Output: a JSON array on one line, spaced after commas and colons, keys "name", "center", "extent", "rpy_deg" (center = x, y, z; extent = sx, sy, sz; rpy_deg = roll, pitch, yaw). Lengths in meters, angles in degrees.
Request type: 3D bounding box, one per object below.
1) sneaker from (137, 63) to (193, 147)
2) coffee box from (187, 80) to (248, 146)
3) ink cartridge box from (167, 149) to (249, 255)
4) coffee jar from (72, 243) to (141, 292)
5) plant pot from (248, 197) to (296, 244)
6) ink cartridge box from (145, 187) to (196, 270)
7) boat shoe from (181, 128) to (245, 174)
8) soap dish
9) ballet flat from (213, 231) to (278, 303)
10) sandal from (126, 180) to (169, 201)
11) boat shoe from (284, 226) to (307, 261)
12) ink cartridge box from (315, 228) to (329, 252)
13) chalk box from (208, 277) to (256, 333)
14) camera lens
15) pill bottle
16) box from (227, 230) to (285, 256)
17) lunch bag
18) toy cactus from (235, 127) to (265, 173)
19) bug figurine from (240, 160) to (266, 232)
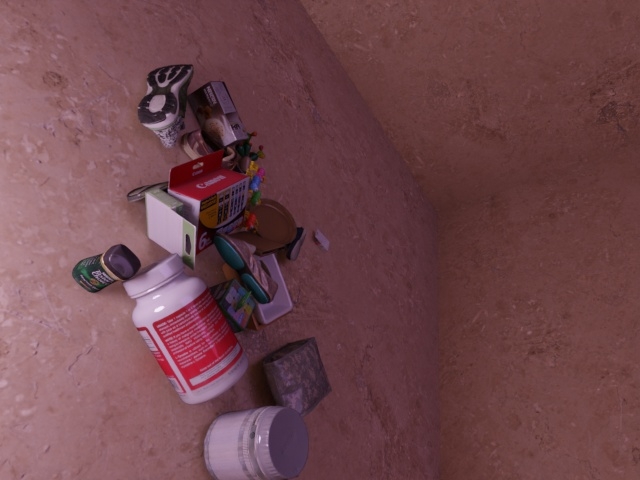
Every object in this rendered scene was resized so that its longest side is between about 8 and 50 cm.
[{"name": "sneaker", "center": [-0.548, -0.497, 1.755], "extent": [0.182, 0.158, 0.410], "rpy_deg": [84, 9, -50]}, {"name": "coffee box", "center": [-0.410, -0.494, 1.923], "extent": [0.098, 0.141, 0.246], "rpy_deg": [-34, 103, -60]}, {"name": "ink cartridge box", "center": [-0.379, -0.140, 1.638], "extent": [0.309, 0.130, 0.271], "rpy_deg": [-45, 152, -58]}, {"name": "coffee jar", "center": [-0.572, 0.075, 1.285], "extent": [0.096, 0.185, 0.079], "rpy_deg": [53, 34, -27]}, {"name": "plant pot", "center": [-0.209, -0.076, 2.055], "extent": [0.237, 0.032, 0.236], "rpy_deg": [25, 45, -27]}, {"name": "ink cartridge box", "center": [-0.442, -0.035, 1.463], "extent": [0.056, 0.235, 0.171], "rpy_deg": [-33, 144, -46]}, {"name": "boat shoe", "center": [-0.382, -0.310, 1.878], "extent": [0.342, 0.123, 0.123], "rpy_deg": [45, 39, -38]}, {"name": "soap dish", "center": [-0.241, 0.179, 1.830], "extent": [0.229, 0.118, 0.290], "rpy_deg": [-21, 92, -60]}, {"name": "ballet flat", "center": [-0.253, 0.080, 1.678], "extent": [0.106, 0.108, 0.315], "rpy_deg": [-50, 118, -40]}, {"name": "sandal", "center": [-0.504, -0.152, 1.604], "extent": [0.303, 0.120, 0.086], "rpy_deg": [-18, 100, -60]}, {"name": "boat shoe", "center": [-0.122, 0.007, 2.142], "extent": [0.254, 0.079, 0.095], "rpy_deg": [-69, 174, -55]}, {"name": "ink cartridge box", "center": [0.000, 0.000, 2.416], "extent": [0.115, 0.029, 0.062], "rpy_deg": [48, 37, -32]}, {"name": "chalk box", "center": [-0.310, 0.225, 1.595], "extent": [0.132, 0.213, 0.132], "rpy_deg": [55, 33, -24]}, {"name": "camera lens", "center": [-0.202, 0.630, 1.475], "extent": [0.219, 0.275, 0.219], "rpy_deg": [35, 45, -45]}, {"name": "pill bottle", "center": [-0.401, 0.255, 1.415], "extent": [0.407, 0.229, 0.229], "rpy_deg": [64, 31, -12]}, {"name": "box", "center": [-0.260, 0.011, 1.838], "extent": [0.164, 0.201, 0.021], "rpy_deg": [-18, 122, -61]}, {"name": "lunch bag", "center": [-0.106, 0.525, 1.801], "extent": [0.287, 0.169, 0.235], "rpy_deg": [-15, 86, -64]}, {"name": "toy cactus", "center": [-0.309, -0.378, 2.069], "extent": [0.219, 0.112, 0.180], "rpy_deg": [32, 59, -69]}, {"name": "bug figurine", "center": [-0.261, -0.178, 1.886], "extent": [0.216, 0.072, 0.278], "rpy_deg": [-85, -173, -47]}]
